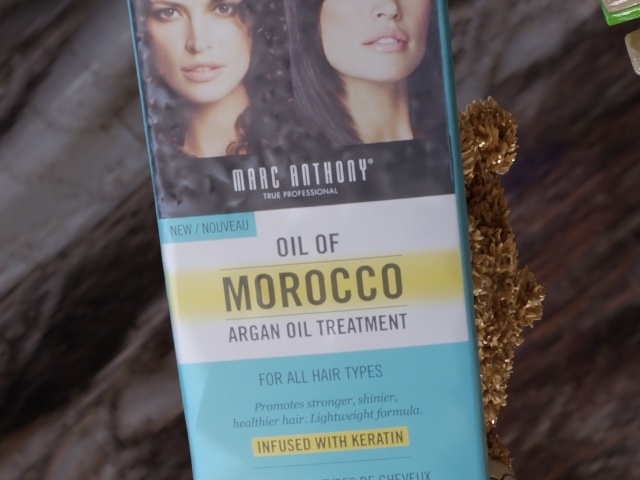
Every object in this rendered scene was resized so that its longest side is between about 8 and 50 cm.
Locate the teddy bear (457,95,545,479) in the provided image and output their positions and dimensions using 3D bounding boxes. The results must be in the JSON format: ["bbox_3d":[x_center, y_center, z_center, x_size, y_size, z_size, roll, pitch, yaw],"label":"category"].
[{"bbox_3d":[0.088,0.069,1.335,0.245,0.113,0.338,23,-105,-73],"label":"teddy bear"}]

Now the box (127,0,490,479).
[{"bbox_3d":[0.000,0.000,0.662,0.060,0.100,0.244,-80,-16,-72],"label":"box"}]

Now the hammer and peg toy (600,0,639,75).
[{"bbox_3d":[0.265,-0.262,1.543,0.361,0.127,0.266,30,-136,-72],"label":"hammer and peg toy"}]
